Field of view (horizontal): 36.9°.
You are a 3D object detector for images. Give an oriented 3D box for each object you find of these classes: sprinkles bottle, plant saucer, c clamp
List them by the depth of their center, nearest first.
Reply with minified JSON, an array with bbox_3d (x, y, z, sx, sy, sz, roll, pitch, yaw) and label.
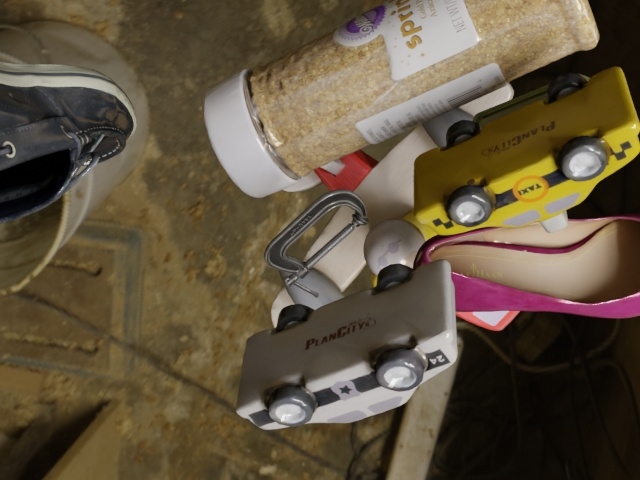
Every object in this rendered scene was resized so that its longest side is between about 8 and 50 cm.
[{"bbox_3d":[0.068,-0.159,0.887,0.355,0.121,0.121,-23,105,17],"label":"sprinkles bottle"},{"bbox_3d":[0.243,-0.139,1.115,0.188,0.188,0.045,-21,103,21],"label":"plant saucer"},{"bbox_3d":[0.000,0.000,1.182,0.161,0.022,0.137,-45,140,21],"label":"c clamp"}]

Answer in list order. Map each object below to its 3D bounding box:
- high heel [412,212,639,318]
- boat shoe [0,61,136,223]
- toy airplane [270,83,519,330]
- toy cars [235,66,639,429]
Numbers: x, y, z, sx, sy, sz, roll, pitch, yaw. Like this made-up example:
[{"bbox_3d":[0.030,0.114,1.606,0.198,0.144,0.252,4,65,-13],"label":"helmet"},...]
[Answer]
[{"bbox_3d":[0.297,0.023,1.094,0.377,0.181,0.127,-13,73,8],"label":"high heel"},{"bbox_3d":[-0.328,-0.095,0.989,0.187,0.500,0.156,-19,90,12],"label":"boat shoe"},{"bbox_3d":[0.099,-0.035,1.383,0.384,0.272,0.386,-2,108,10],"label":"toy airplane"},{"bbox_3d":[0.103,0.020,0.755,0.394,0.176,0.087,-47,123,-10],"label":"toy cars"}]
